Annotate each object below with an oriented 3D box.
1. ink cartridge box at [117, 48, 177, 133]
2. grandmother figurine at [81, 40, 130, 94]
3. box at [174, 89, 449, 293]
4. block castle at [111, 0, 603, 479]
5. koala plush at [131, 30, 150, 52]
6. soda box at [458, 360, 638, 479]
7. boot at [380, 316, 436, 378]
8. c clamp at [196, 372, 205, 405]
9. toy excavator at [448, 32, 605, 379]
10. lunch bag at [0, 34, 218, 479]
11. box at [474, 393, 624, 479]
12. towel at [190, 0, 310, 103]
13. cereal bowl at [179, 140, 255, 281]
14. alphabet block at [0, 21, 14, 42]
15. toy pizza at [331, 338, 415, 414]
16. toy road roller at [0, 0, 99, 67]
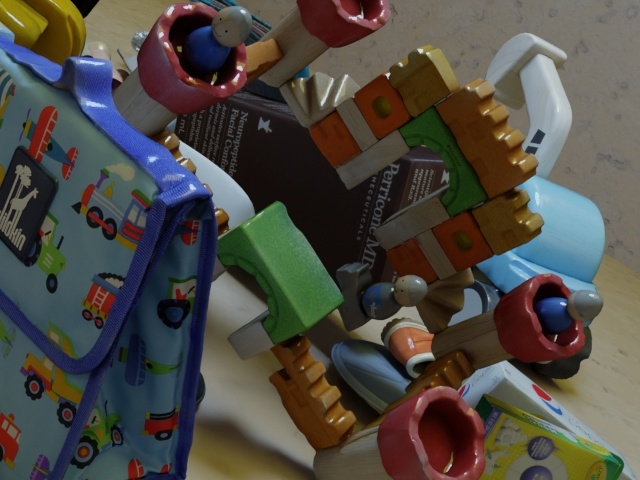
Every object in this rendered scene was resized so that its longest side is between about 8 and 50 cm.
[{"bbox_3d":[-0.227,-0.196,1.487,0.176,0.069,0.371,60,-7,-36],"label":"ink cartridge box"},{"bbox_3d":[-0.319,-0.206,1.416,0.208,0.104,0.342,44,5,-28],"label":"grandmother figurine"},{"bbox_3d":[-0.024,-0.065,1.190,0.381,0.191,0.143,22,16,33],"label":"box"},{"bbox_3d":[0.045,-0.025,0.848,0.303,0.213,0.453,-34,93,-43],"label":"block castle"},{"bbox_3d":[-0.277,-0.391,1.953,0.221,0.203,0.196,18,14,8],"label":"koala plush"},{"bbox_3d":[0.254,0.223,1.046,0.216,0.074,0.069,38,14,-13],"label":"soda box"},{"bbox_3d":[0.156,0.146,1.129,0.157,0.059,0.085,11,23,-26],"label":"boot"},{"bbox_3d":[-0.172,0.124,0.832,0.160,0.022,0.137,18,14,-28],"label":"c clamp"},{"bbox_3d":[0.332,-0.070,1.474,0.222,0.445,0.433,20,18,-28],"label":"toy excavator"},{"bbox_3d":[-0.174,0.013,0.633,0.221,0.293,0.138,38,33,31],"label":"lunch bag"},{"bbox_3d":[0.226,0.243,0.961,0.179,0.105,0.043,24,10,-13],"label":"box"},{"bbox_3d":[-0.090,-0.186,1.425,0.040,0.370,0.271,-32,51,-23],"label":"towel"},{"bbox_3d":[-0.245,-0.038,0.979,0.339,0.141,0.339,25,17,-8],"label":"cereal bowl"},{"bbox_3d":[-0.490,-0.206,1.007,0.197,0.192,0.193,40,18,32],"label":"alphabet block"},{"bbox_3d":[0.098,0.180,1.071,0.201,0.032,0.201,26,14,-7],"label":"toy pizza"},{"bbox_3d":[-0.478,-0.339,1.272,0.329,0.202,0.241,38,25,-23],"label":"toy road roller"}]
